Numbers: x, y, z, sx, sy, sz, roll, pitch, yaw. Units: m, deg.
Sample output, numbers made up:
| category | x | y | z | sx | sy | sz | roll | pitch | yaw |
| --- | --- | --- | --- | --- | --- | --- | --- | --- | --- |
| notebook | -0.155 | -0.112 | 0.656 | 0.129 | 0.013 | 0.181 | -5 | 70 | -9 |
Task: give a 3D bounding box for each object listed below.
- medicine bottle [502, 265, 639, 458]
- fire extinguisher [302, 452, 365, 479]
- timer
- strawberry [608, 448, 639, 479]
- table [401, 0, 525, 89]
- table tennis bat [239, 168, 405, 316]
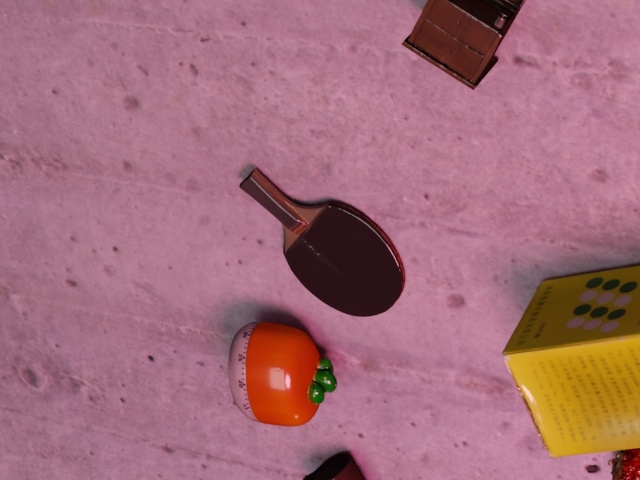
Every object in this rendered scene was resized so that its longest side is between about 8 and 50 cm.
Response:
| category | x | y | z | sx | sy | sz | roll | pitch | yaw |
| --- | --- | --- | --- | --- | --- | --- | --- | --- | --- |
| medicine bottle | 0.329 | 0.112 | 1.503 | 0.250 | 0.137 | 0.141 | -12 | 113 | 34 |
| fire extinguisher | 0.063 | 0.392 | 1.860 | 0.089 | 0.072 | 0.268 | -22 | 107 | 27 |
| timer | -0.038 | 0.157 | 1.758 | 0.136 | 0.099 | 0.136 | 9 | 131 | 10 |
| strawberry | 0.355 | 0.255 | 1.625 | 0.083 | 0.073 | 0.073 | 14 | 126 | 2 |
| table | 0.142 | -0.211 | 1.444 | 0.083 | 0.070 | 0.082 | 33 | 130 | 7 |
| table tennis bat | 0.000 | 0.000 | 1.686 | 0.220 | 0.019 | 0.130 | 41 | 128 | -2 |
